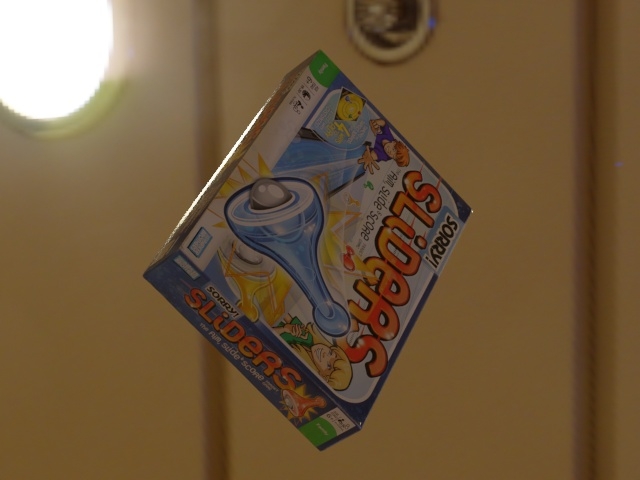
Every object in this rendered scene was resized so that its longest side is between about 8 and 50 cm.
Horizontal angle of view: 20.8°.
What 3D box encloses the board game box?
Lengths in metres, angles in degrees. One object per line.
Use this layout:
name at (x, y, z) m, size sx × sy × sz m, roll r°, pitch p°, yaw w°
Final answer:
board game box at (0.000, 0.000, 0.957) m, size 0.136 × 0.201 × 0.035 m, roll 45°, pitch -49°, yaw -13°
